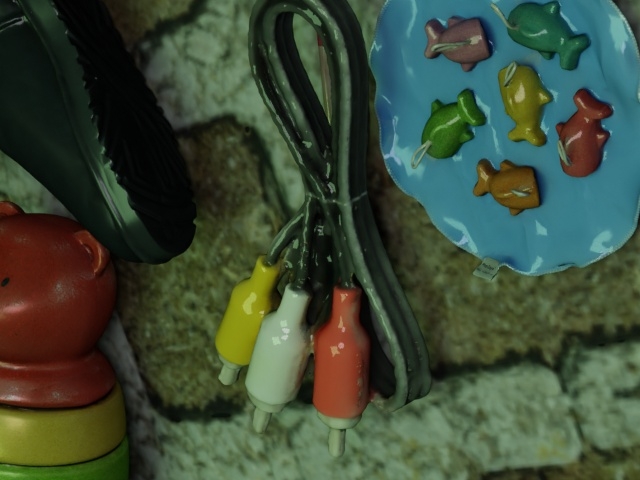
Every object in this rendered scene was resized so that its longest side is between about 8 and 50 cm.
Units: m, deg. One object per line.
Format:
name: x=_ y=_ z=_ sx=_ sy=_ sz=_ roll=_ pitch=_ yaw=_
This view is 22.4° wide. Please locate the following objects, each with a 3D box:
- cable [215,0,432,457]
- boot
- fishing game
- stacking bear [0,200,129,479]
cable: x=0.000 y=0.000 z=0.911 sx=0.139 sy=0.072 sz=0.287 roll=27 pitch=134 yaw=30
boot: x=-0.210 y=-0.056 z=1.026 sx=0.207 sy=0.094 sz=0.246 roll=-31 pitch=79 yaw=21
fishing game: x=0.091 y=-0.066 z=0.846 sx=0.264 sy=0.041 sz=0.189 roll=11 pitch=115 yaw=40
stacking bear: x=-0.206 y=0.121 z=1.099 sx=0.175 sy=0.164 sz=0.289 roll=22 pitch=110 yaw=37
